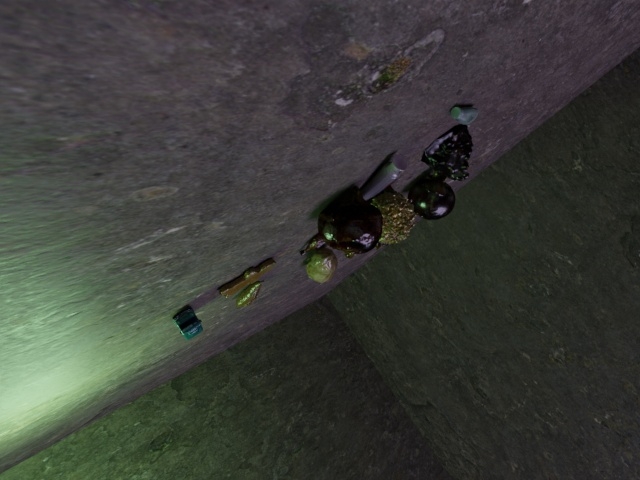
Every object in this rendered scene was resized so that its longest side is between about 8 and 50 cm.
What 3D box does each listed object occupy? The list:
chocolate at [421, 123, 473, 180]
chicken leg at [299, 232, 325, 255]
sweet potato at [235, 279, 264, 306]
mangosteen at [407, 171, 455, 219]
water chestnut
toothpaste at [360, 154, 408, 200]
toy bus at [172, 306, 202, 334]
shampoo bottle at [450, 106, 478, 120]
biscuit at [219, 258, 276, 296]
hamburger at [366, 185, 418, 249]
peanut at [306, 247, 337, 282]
[{"bbox_3d":[0.536,-0.323,1.674,0.206,0.177,0.224,-35,171,1],"label":"chocolate"},{"bbox_3d":[0.000,-0.001,1.767,0.219,0.048,0.089,-36,166,6],"label":"chicken leg"},{"bbox_3d":[-0.298,0.227,1.812,0.206,0.068,0.060,-48,-172,31],"label":"sweet potato"},{"bbox_3d":[0.550,-0.236,2.051,0.231,0.231,0.289,-21,136,-52],"label":"mangosteen"},{"bbox_3d":[0.101,-0.068,1.460,0.223,0.239,0.224,-5,-162,1],"label":"water chestnut"},{"bbox_3d":[0.198,-0.194,1.516,0.100,0.066,0.323,-34,175,-32],"label":"toothpaste"},{"bbox_3d":[-0.471,0.299,1.521,0.079,0.092,0.160,-32,169,-21],"label":"toy bus"},{"bbox_3d":[0.480,-0.423,1.427,0.069,0.041,0.190,-36,170,32],"label":"shampoo bottle"},{"bbox_3d":[-0.271,0.140,1.606,0.234,0.030,0.153,-34,170,-10],"label":"biscuit"},{"bbox_3d":[0.269,-0.091,1.728,0.261,0.243,0.138,-35,-167,-12],"label":"hamburger"},{"bbox_3d":[0.006,0.120,2.079,0.153,0.140,0.325,-17,165,-7],"label":"peanut"}]
